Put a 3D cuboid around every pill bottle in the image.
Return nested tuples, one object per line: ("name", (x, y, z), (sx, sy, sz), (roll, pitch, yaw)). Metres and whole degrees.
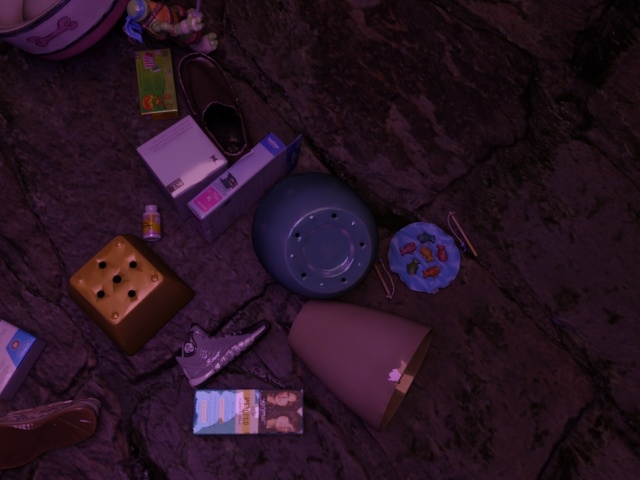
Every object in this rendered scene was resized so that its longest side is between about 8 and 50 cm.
("pill bottle", (-0.410, -0.042, 1.503), (0.043, 0.043, 0.083), (-4, 75, -7))

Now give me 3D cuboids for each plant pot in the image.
("plant pot", (-0.437, 0.106, 1.385), (0.212, 0.187, 0.212), (43, 75, 7))
("plant pot", (0.000, 0.000, 1.381), (0.293, 0.235, 0.292), (-2, 100, -10))
("plant pot", (0.073, 0.247, 1.387), (0.274, 0.256, 0.256), (26, 73, 18))

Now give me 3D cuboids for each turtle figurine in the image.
("turtle figurine", (-0.338, -0.582, 1.527), (0.198, 0.266, 0.274), (24, 97, 16))

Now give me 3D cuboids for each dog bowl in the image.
("dog bowl", (-0.634, -0.621, 1.511), (0.408, 0.150, 0.407), (-11, 62, 22))

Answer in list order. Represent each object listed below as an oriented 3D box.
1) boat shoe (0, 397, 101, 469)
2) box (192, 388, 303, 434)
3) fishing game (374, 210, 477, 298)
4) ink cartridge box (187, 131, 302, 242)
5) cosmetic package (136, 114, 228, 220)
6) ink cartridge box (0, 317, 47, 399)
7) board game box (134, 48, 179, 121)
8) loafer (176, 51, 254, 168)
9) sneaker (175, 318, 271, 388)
("boat shoe", (-0.621, 0.414, 1.342), (0.285, 0.089, 0.104), (-12, 102, -6))
("box", (-0.161, 0.388, 1.400), (0.244, 0.060, 0.100), (1, 75, -5))
("fishing game", (0.262, 0.040, 1.553), (0.264, 0.041, 0.189), (-21, 75, -11))
("ink cartridge box", (-0.175, -0.137, 1.479), (0.311, 0.186, 0.065), (-41, 80, -15))
("cosmetic package", (-0.320, -0.168, 1.474), (0.151, 0.183, 0.151), (-37, 81, -15))
("ink cartridge box", (-0.744, 0.240, 1.368), (0.203, 0.086, 0.148), (27, 73, 3))
("board game box", (-0.423, -0.403, 1.602), (0.092, 0.043, 0.181), (-8, 75, -8))
("loafer", (-0.253, -0.334, 1.555), (0.134, 0.130, 0.365), (-27, 79, -12))
("sneaker", (-0.235, 0.224, 1.428), (0.229, 0.086, 0.132), (-37, 79, -13))
